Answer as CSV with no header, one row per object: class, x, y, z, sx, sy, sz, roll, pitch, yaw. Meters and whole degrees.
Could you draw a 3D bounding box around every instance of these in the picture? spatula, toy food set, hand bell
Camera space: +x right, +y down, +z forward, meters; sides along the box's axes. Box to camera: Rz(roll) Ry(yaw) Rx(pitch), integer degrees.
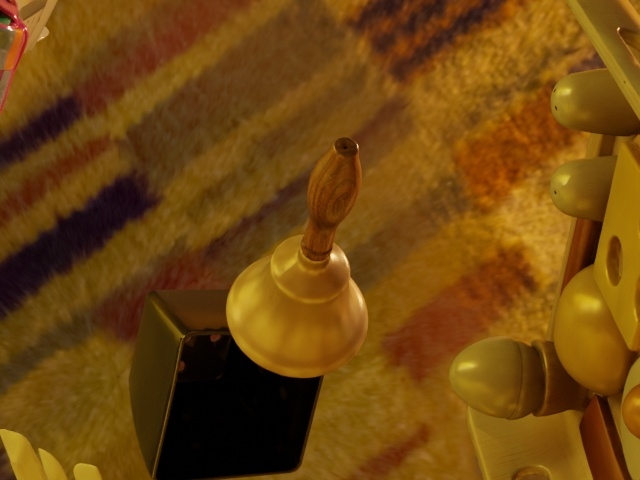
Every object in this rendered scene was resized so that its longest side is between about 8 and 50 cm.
spatula,-0.292,0.332,1.589,0.168,0.242,0.019,10,40,30
toy food set,0.133,0.040,0.700,0.092,0.220,0.306,0,123,-7
hand bell,0.000,0.000,1.076,0.126,0.242,0.126,5,56,-8

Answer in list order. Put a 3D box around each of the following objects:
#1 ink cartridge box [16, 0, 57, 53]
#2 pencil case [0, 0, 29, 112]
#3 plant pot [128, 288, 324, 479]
ink cartridge box,-0.369,-0.257,1.263,0.207,0.353,0.119,31,111,-4
pencil case,-0.280,-0.072,0.946,0.104,0.104,0.236,20,112,-6
plant pot,-0.121,0.146,1.520,0.187,0.167,0.188,0,115,-32
